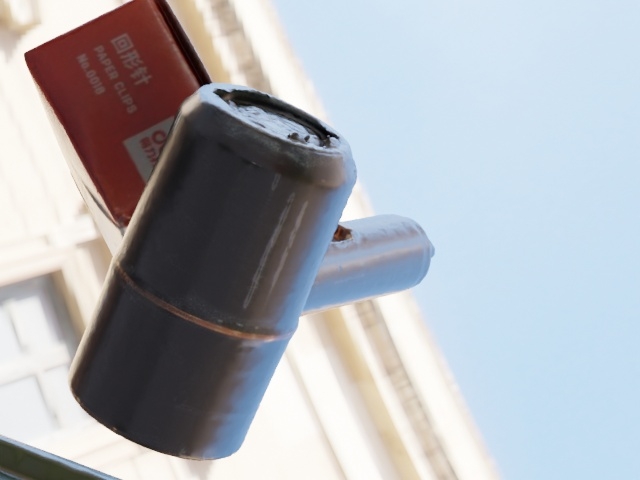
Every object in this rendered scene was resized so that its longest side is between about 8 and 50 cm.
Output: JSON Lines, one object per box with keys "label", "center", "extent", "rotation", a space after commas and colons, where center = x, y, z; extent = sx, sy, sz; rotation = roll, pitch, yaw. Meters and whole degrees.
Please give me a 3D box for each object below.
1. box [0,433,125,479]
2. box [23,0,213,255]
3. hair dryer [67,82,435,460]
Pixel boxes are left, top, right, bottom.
{"label": "box", "center": [-0.157, 0.108, 0.262], "extent": [0.329, 0.253, 0.177], "rotation": [17, -82, 12]}
{"label": "box", "center": [-0.102, -0.049, 1.097], "extent": [0.133, 0.099, 0.182], "rotation": [61, -8, 19]}
{"label": "hair dryer", "center": [0.000, 0.000, 1.061], "extent": [0.107, 0.352, 0.189], "rotation": [31, -71, 21]}
